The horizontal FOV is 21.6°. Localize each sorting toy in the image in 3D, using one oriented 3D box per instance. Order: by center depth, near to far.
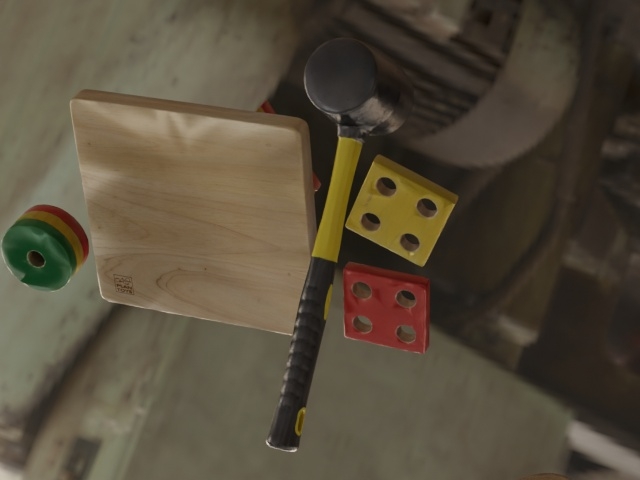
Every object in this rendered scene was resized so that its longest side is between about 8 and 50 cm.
[{"bbox_3d":[-0.051,-0.021,0.910,0.275,0.046,0.132,9,126,20],"label":"sorting toy"}]

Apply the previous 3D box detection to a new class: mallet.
[{"bbox_3d":[0.000,0.000,0.759,0.039,0.189,0.062,11,169,21],"label":"mallet"}]

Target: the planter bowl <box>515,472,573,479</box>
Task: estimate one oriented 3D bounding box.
[{"bbox_3d":[0.171,0.272,1.257,0.162,0.162,0.109,35,-175,-46],"label":"planter bowl"}]
